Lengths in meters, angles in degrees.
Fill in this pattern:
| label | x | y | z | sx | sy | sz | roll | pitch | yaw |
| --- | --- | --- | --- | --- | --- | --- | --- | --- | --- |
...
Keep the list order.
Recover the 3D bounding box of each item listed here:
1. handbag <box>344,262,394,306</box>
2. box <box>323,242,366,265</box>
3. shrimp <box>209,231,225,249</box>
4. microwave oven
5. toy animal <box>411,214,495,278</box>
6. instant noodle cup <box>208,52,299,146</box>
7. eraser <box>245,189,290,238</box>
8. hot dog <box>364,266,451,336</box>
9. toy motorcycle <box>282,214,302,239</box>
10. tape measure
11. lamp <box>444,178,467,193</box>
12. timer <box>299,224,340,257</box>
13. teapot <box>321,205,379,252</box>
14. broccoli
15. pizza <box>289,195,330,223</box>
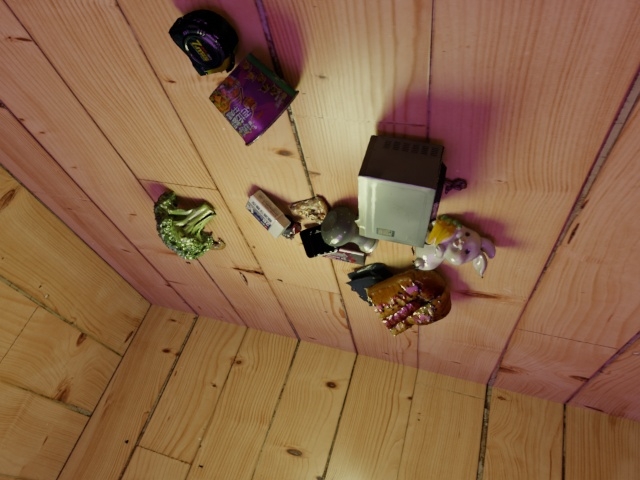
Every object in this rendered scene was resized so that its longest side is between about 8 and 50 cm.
| label | x | y | z | sx | sy | sz | roll | pitch | yaw |
| --- | --- | --- | --- | --- | --- | --- | --- | --- | --- |
| handbag | 0.301 | 0.255 | 2.386 | 0.269 | 0.118 | 0.325 | -19 | 131 | 38 |
| box | 0.115 | 0.053 | 2.209 | 0.224 | 0.069 | 0.120 | 11 | 148 | 14 |
| shrimp | -0.617 | 0.008 | 2.603 | 0.132 | 0.052 | 0.187 | 0 | 155 | -4 |
| microwave oven | 0.281 | -0.173 | 1.589 | 0.286 | 0.218 | 0.355 | 11 | 149 | 13 |
| toy animal | 0.533 | 0.033 | 1.829 | 0.310 | 0.183 | 0.247 | -9 | 145 | 32 |
| instant noodle cup | -0.219 | -0.453 | 1.422 | 0.190 | 0.251 | 0.251 | 42 | 144 | -20 |
| eraser | -0.243 | -0.119 | 2.064 | 0.210 | 0.068 | 0.124 | 46 | 145 | 2 |
| hot dog | 0.450 | 0.296 | 2.194 | 0.365 | 0.196 | 0.367 | -28 | 130 | 13 |
| toy motorcycle | -0.148 | -0.058 | 2.175 | 0.122 | 0.082 | 0.213 | 28 | 159 | 6 |
| tape measure | -0.336 | -0.600 | 1.362 | 0.186 | 0.112 | 0.199 | 7 | 154 | 35 |
| lamp | 0.486 | -0.197 | 1.617 | 0.083 | 0.031 | 0.063 | -2 | 145 | 26 |
| timer | 0.000 | 0.000 | 2.139 | 0.187 | 0.055 | 0.144 | -13 | 99 | 32 |
| teapot | 0.133 | -0.037 | 1.968 | 0.251 | 0.183 | 0.183 | 23 | 153 | -32 |
| broccoli | -0.698 | -0.090 | 2.329 | 0.375 | 0.302 | 0.249 | 56 | 165 | -7 |
| pizza | -0.052 | -0.135 | 2.018 | 0.195 | 0.052 | 0.185 | 8 | 145 | 20 |
